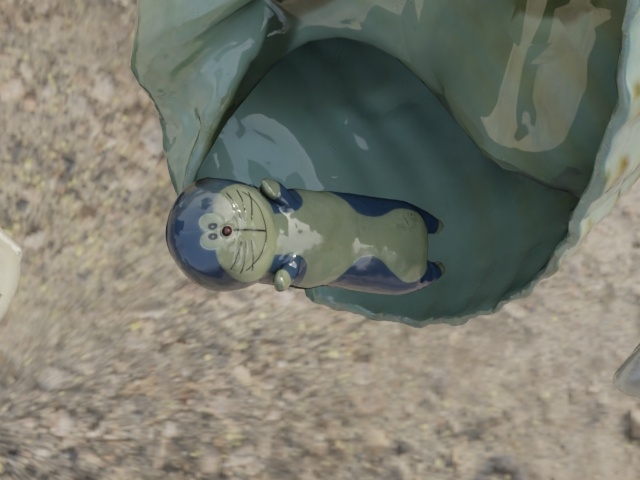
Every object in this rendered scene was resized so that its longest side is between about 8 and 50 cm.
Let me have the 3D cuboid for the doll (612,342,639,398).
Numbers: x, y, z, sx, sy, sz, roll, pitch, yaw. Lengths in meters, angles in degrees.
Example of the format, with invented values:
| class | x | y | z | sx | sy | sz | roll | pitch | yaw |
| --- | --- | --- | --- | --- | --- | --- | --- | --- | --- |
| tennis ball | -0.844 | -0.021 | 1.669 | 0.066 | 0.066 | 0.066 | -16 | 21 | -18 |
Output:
| class | x | y | z | sx | sy | sz | roll | pitch | yaw |
| --- | --- | --- | --- | --- | --- | --- | --- | --- | --- |
| doll | 0.194 | 0.043 | 0.304 | 0.183 | 0.085 | 0.217 | -47 | 63 | 4 |

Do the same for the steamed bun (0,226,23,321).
| class | x | y | z | sx | sy | sz | roll | pitch | yaw |
| --- | --- | --- | --- | --- | --- | --- | --- | --- | --- |
| steamed bun | -0.329 | 0.013 | 0.886 | 0.242 | 0.146 | 0.164 | 41 | 49 | -10 |

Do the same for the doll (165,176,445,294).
| class | x | y | z | sx | sy | sz | roll | pitch | yaw |
| --- | --- | --- | --- | --- | --- | --- | --- | --- | --- |
| doll | 0.000 | 0.000 | 0.472 | 0.125 | 0.027 | 0.037 | 2 | 81 | -43 |

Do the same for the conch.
| class | x | y | z | sx | sy | sz | roll | pitch | yaw |
| --- | --- | --- | --- | --- | --- | --- | --- | --- | --- |
| conch | 0.041 | -0.137 | 0.548 | 0.215 | 0.319 | 0.303 | -32 | 50 | -30 |
